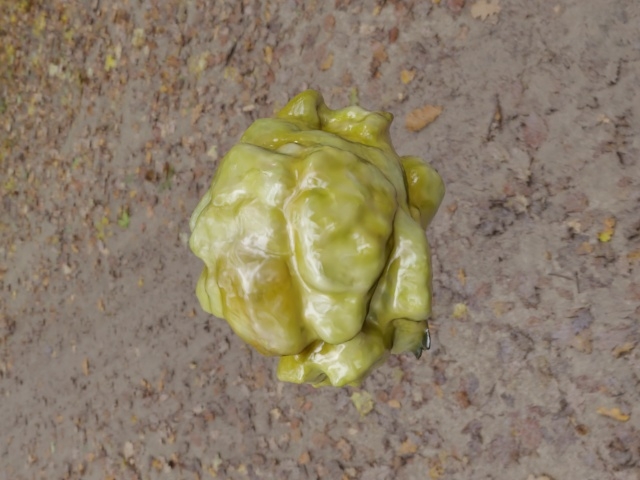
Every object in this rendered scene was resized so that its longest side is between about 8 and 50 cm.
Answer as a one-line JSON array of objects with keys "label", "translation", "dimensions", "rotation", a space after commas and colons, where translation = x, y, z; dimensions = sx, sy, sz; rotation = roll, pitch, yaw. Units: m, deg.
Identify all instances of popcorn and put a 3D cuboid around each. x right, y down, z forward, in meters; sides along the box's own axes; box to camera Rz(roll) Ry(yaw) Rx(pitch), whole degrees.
[{"label": "popcorn", "translation": [0.000, 0.000, 0.531], "dimensions": [0.215, 0.286, 0.252], "rotation": [6, 87, 0]}]
